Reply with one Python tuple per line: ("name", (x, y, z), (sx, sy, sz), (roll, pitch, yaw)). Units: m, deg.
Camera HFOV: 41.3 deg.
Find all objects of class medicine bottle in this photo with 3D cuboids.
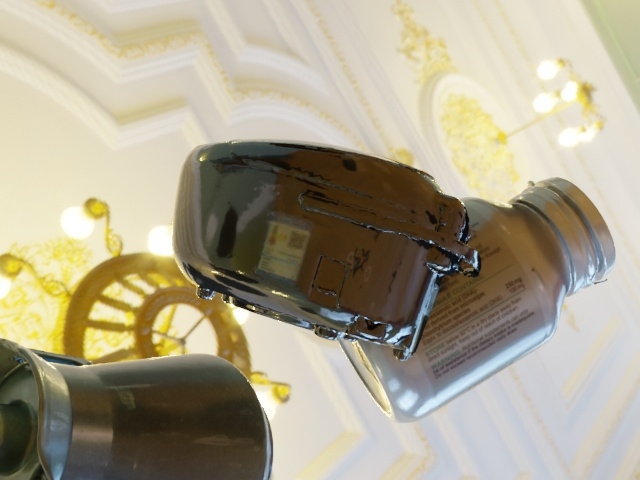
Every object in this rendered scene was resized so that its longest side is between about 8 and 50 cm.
("medicine bottle", (0.119, 0.038, 0.675), (0.215, 0.135, 0.135), (-30, -88, -9))

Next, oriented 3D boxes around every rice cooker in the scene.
("rice cooker", (0.001, 0.000, 0.547), (0.142, 0.203, 0.118), (32, -106, -73))

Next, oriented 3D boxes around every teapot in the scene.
("teapot", (-0.169, 0.149, 0.656), (0.225, 0.171, 0.203), (24, -170, -48))
